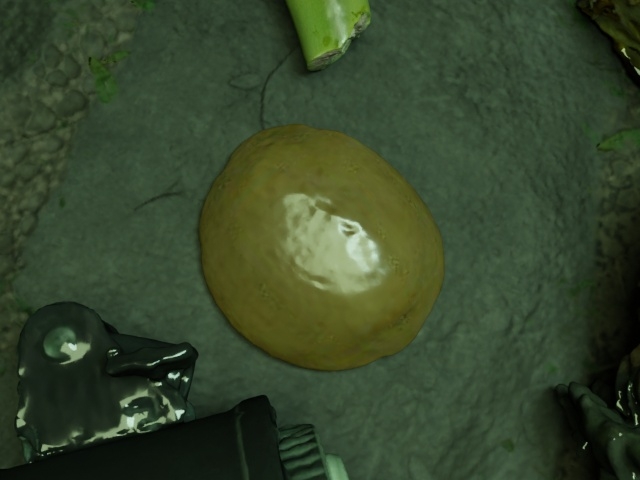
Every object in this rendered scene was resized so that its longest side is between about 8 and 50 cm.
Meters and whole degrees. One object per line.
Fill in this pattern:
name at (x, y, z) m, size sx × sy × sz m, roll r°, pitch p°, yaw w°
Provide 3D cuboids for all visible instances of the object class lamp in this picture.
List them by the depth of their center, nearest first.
lamp at (-0.098, 0.232, 0.502) m, size 0.272 × 0.205 × 0.374 m, roll 4°, pitch 72°, yaw 2°

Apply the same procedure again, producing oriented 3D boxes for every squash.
squash at (-0.027, -0.264, 0.640) m, size 0.083 × 0.083 × 0.250 m, roll -25°, pitch 88°, yaw -6°

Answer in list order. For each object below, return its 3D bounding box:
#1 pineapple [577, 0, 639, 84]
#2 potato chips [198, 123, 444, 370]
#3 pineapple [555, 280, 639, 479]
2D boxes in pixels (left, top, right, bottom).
pineapple at (0.318, -0.169, 0.606) m, size 0.114 × 0.236 × 0.186 m, roll -42°, pitch 125°, yaw -6°
potato chips at (0.000, 0.001, 0.613) m, size 0.195 × 0.062 × 0.208 m, roll -16°, pitch 86°, yaw -3°
pineapple at (0.296, 0.096, 0.557) m, size 0.223 × 0.223 × 0.357 m, roll 36°, pitch 100°, yaw 2°
